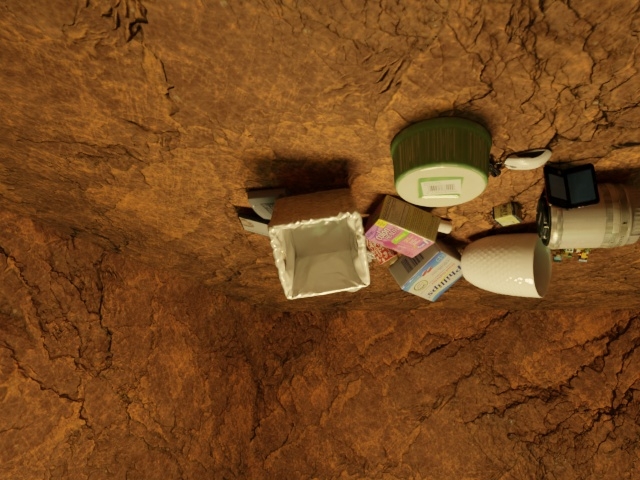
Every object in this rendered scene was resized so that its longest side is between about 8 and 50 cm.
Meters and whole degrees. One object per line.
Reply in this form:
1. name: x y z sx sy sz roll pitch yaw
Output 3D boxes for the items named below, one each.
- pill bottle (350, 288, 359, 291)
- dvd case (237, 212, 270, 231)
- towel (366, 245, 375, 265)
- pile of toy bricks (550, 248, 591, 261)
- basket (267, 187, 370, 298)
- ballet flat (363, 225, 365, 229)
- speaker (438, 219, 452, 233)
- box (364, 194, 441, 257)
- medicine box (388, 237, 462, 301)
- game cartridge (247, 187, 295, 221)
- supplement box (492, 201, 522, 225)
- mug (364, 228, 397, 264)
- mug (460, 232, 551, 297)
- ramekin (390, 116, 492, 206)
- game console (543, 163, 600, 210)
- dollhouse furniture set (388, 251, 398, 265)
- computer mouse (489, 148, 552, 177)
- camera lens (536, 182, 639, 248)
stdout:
1. pill bottle: 0.099 0.157 2.246 0.210 0.211 0.363 -7 156 30
2. dvd case: -0.287 -0.065 1.932 0.180 0.022 0.253 15 167 -1
3. towel: 0.089 0.033 1.905 0.283 0.121 0.235 19 -165 -39
4. pile of toy bricks: 1.098 0.024 1.842 0.212 0.118 0.105 7 128 23
5. basket: 0.000 0.000 1.553 0.330 0.266 0.329 -9 120 4
6. ballet flat: 0.224 -0.030 1.942 0.168 0.053 0.057 16 157 -28
7. speaker: 0.497 -0.069 1.771 0.136 0.055 0.055 12 159 -18
8. box: 0.328 -0.051 1.691 0.242 0.117 0.213 23 158 -4
9. medicine box: 0.531 0.133 2.000 0.289 0.149 0.263 23 117 -39
10. game cartridge: -0.178 -0.137 1.755 0.195 0.060 0.294 -6 157 19
11. supplement box: 0.737 -0.103 1.622 0.083 0.056 0.083 -15 152 43
12. mug: 0.276 0.006 1.843 0.150 0.169 0.113 -26 170 -29
13. mug: 0.848 0.134 1.878 0.327 0.276 0.374 0 144 44
14. ramekin: 0.365 -0.223 1.258 0.303 0.148 0.303 4 160 2
15. game console: 0.783 -0.176 1.290 0.124 0.144 0.085 11 158 -15
16. dollhouse furniture set: 0.471 0.128 2.217 0.151 0.144 0.123 -31 147 35
17. computer mouse: 0.621 -0.243 1.296 0.192 0.042 0.106 -8 155 32
18. camera lens: 0.901 -0.083 1.405 0.274 0.220 0.219 -2 158 18
